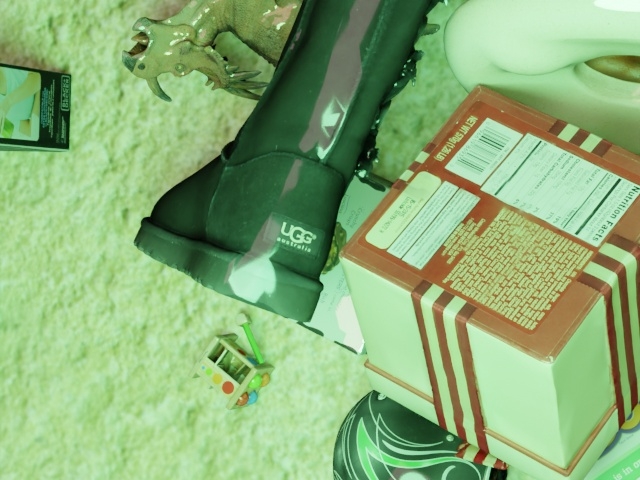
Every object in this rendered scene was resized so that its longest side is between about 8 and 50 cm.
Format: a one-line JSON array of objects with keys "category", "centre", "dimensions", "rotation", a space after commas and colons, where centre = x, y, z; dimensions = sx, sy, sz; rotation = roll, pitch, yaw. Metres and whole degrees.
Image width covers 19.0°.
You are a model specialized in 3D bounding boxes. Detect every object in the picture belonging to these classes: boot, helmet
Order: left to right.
[{"category": "boot", "centre": [-0.007, -0.165, 1.747], "dimensions": [0.146, 0.367, 0.445], "rotation": [20, 90, -21]}, {"category": "helmet", "centre": [0.090, 0.221, 1.833], "dimensions": [0.162, 0.169, 0.169], "rotation": [9, 93, 14]}]

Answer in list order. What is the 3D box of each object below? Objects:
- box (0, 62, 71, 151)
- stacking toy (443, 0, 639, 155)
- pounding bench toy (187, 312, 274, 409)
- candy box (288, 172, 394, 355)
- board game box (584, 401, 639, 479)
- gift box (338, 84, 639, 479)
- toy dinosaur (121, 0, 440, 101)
[{"category": "box", "centre": [-0.395, -0.140, 1.948], "dimensions": [0.169, 0.290, 0.087], "rotation": [2, 90, 20]}, {"category": "stacking toy", "centre": [0.316, -0.336, 1.718], "dimensions": [0.351, 0.350, 0.479], "rotation": [5, 74, 21]}, {"category": "pounding bench toy", "centre": [-0.080, 0.124, 1.954], "dimensions": [0.065, 0.052, 0.083], "rotation": [38, 102, 16]}, {"category": "candy box", "centre": [0.000, 0.000, 1.915], "dimensions": [0.196, 0.070, 0.164], "rotation": [27, 99, 19]}, {"category": "board game box", "centre": [0.267, 0.187, 1.777], "dimensions": [0.124, 0.039, 0.259], "rotation": [-22, 56, 10]}, {"category": "gift box", "centre": [0.173, 0.037, 1.705], "dimensions": [0.276, 0.258, 0.255], "rotation": [32, 66, 31]}, {"category": "toy dinosaur", "centre": [-0.029, -0.209, 1.906], "dimensions": [0.296, 0.127, 0.200], "rotation": [17, 103, 8]}]
